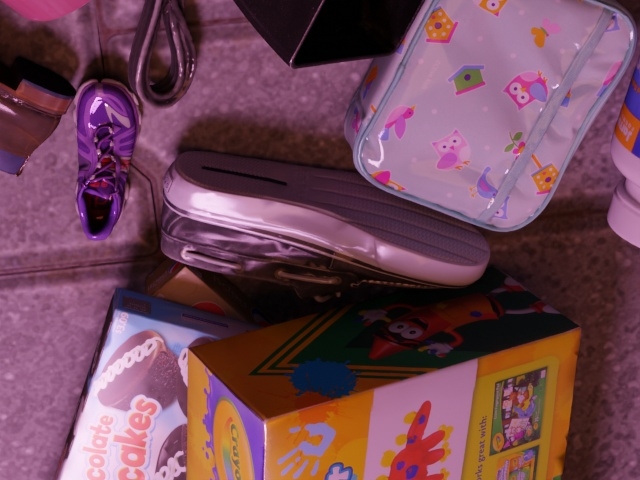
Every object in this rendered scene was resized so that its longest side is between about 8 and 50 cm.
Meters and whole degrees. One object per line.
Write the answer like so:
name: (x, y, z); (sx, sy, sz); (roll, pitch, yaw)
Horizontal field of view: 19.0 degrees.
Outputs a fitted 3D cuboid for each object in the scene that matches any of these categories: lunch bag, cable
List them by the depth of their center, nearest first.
cable: (-0.131, -0.249, 1.792); (0.139, 0.072, 0.287); (-1, 118, -44)
lunch bag: (0.170, -0.156, 1.858); (0.224, 0.108, 0.279); (23, 113, -15)

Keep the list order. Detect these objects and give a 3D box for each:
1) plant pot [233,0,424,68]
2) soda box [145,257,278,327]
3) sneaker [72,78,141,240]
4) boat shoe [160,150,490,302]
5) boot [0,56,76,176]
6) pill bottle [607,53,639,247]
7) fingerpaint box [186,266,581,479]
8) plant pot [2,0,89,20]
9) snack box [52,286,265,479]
plant pot: (0.003, -0.283, 1.707); (0.167, 0.187, 0.188); (40, 117, 20)
soda box: (-0.098, 0.089, 1.990); (0.061, 0.058, 0.181); (-41, 112, 15)
sneaker: (-0.211, -0.078, 1.889); (0.068, 0.071, 0.170); (0, 116, -5)
boat shoe: (0.000, 0.000, 1.934); (0.335, 0.121, 0.119); (15, 123, 0)
boot: (-0.356, -0.141, 1.840); (0.219, 0.082, 0.106); (23, 110, -17)
pill bottle: (0.372, -0.125, 1.866); (0.152, 0.152, 0.272); (11, 115, -10)
fingerpaint box: (0.055, 0.286, 1.966); (0.371, 0.163, 0.445); (-15, 122, -28)
plant pot: (-0.273, -0.303, 1.714); (0.201, 0.201, 0.180); (-32, 131, 11)
snack box: (-0.169, 0.220, 1.976); (0.187, 0.060, 0.322); (15, 111, -12)
